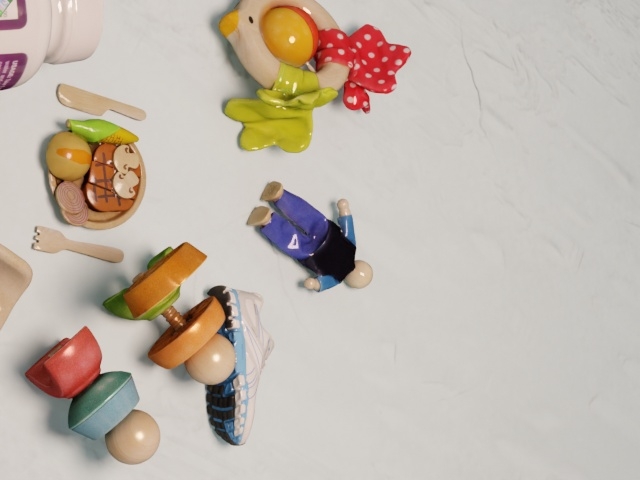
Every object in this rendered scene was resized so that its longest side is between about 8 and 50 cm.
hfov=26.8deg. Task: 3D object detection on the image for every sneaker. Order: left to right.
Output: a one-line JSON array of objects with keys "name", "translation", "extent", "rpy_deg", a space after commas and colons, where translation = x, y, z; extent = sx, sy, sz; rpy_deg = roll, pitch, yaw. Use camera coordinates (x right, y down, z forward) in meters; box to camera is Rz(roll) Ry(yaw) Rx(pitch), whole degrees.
[{"name": "sneaker", "translation": [-0.088, 0.149, 1.606], "extent": [0.083, 0.071, 0.190], "rpy_deg": [3, 85, -43]}]

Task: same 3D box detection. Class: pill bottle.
[{"name": "pill bottle", "translation": [-0.379, -0.230, 1.353], "extent": [0.301, 0.169, 0.169], "rpy_deg": [-12, 93, -37]}]

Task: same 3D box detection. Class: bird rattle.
[{"name": "bird rattle", "translation": [-0.014, -0.232, 1.661], "extent": [0.253, 0.143, 0.207], "rpy_deg": [-39, 93, -36]}]

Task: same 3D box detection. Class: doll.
[{"name": "doll", "translation": [0.000, 0.000, 1.696], "extent": [0.189, 0.046, 0.129], "rpy_deg": [39, 66, -28]}]

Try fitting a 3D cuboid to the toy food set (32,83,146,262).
[{"name": "toy food set", "translation": [-0.251, -0.074, 1.517], "extent": [0.132, 0.038, 0.192], "rpy_deg": [13, 78, -36]}]

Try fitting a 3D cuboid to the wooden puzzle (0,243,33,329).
[{"name": "wooden puzzle", "translation": [-0.446, 0.101, 1.181], "extent": [0.322, 0.080, 0.348], "rpy_deg": [40, 73, -38]}]

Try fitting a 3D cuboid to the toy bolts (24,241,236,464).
[{"name": "toy bolts", "translation": [-0.178, 0.129, 1.456], "extent": [0.228, 0.218, 0.158], "rpy_deg": [-43, 98, -24]}]

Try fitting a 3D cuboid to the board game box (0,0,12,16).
[{"name": "board game box", "translation": [-0.437, -0.254, 1.172], "extent": [0.317, 0.046, 0.213], "rpy_deg": [42, 64, -28]}]
